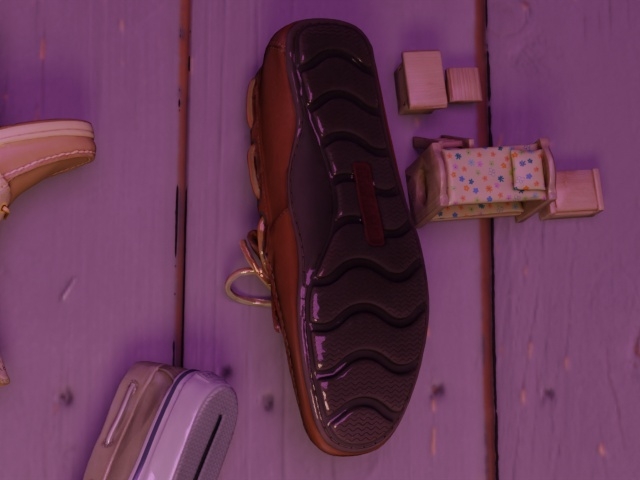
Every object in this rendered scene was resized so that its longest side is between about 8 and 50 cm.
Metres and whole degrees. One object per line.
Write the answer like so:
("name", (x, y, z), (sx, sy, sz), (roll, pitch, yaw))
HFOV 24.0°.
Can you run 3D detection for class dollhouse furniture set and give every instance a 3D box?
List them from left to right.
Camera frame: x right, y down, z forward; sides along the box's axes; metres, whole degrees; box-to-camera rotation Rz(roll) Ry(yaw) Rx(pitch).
("dollhouse furniture set", (0.174, -0.105, 1.381), (0.181, 0.101, 0.161), (-4, 78, -13))

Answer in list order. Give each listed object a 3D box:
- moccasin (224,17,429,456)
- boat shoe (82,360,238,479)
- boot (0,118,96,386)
("moccasin", (-0.003, 0.000, 1.309), (0.139, 0.147, 0.380), (-6, 74, -28))
("boat shoe", (-0.164, 0.244, 1.241), (0.094, 0.109, 0.302), (15, 73, 30))
("boot", (-0.285, 0.021, 1.254), (0.262, 0.095, 0.203), (-21, 82, -14))
